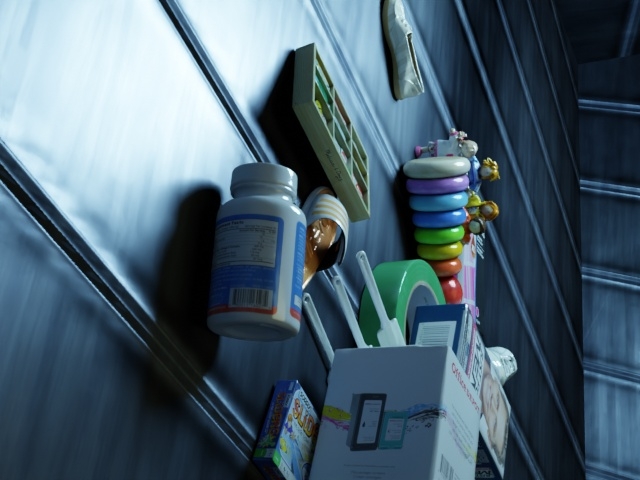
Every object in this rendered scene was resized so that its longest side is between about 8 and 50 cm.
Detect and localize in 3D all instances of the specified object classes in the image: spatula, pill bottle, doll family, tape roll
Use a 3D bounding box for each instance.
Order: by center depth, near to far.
[{"bbox_3d":[-0.082,0.015,1.256,0.124,0.124,0.221,38,52,-57],"label":"pill bottle"},{"bbox_3d":[0.056,0.150,1.564,0.168,0.019,0.242,-35,123,-20],"label":"spatula"},{"bbox_3d":[0.169,0.199,1.811,0.321,0.077,0.321,-6,90,-66],"label":"tape roll"},{"bbox_3d":[0.313,-0.115,2.082,0.118,0.163,0.263,-10,94,-66],"label":"doll family"}]

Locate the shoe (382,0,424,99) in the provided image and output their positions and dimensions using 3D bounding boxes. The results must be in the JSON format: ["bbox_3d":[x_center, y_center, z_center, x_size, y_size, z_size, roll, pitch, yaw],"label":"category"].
[{"bbox_3d":[0.176,-0.407,1.975,0.076,0.058,0.219,-20,103,-65],"label":"shoe"}]

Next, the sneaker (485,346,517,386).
[{"bbox_3d":[0.380,0.276,2.086,0.292,0.118,0.110,71,13,-87],"label":"sneaker"}]

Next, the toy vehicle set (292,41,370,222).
[{"bbox_3d":[0.022,-0.177,1.580,0.166,0.035,0.267,-89,158,-45],"label":"toy vehicle set"}]

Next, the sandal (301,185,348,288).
[{"bbox_3d":[0.003,0.009,1.494,0.265,0.076,0.102,-63,140,-50],"label":"sandal"}]

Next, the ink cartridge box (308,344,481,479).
[{"bbox_3d":[0.121,0.325,1.451,0.198,0.197,0.270,57,37,-46],"label":"ink cartridge box"}]

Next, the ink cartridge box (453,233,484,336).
[{"bbox_3d":[0.338,0.029,2.235,0.176,0.069,0.371,37,50,-58],"label":"ink cartridge box"}]

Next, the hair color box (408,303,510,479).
[{"bbox_3d":[0.266,0.293,1.787,0.347,0.105,0.174,62,34,-41],"label":"hair color box"}]

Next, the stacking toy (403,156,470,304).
[{"bbox_3d":[0.255,-0.008,1.989,0.141,0.141,0.330,-23,110,-64],"label":"stacking toy"}]

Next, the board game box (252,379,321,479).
[{"bbox_3d":[-0.030,0.322,1.404,0.136,0.035,0.201,-73,147,-40],"label":"board game box"}]
